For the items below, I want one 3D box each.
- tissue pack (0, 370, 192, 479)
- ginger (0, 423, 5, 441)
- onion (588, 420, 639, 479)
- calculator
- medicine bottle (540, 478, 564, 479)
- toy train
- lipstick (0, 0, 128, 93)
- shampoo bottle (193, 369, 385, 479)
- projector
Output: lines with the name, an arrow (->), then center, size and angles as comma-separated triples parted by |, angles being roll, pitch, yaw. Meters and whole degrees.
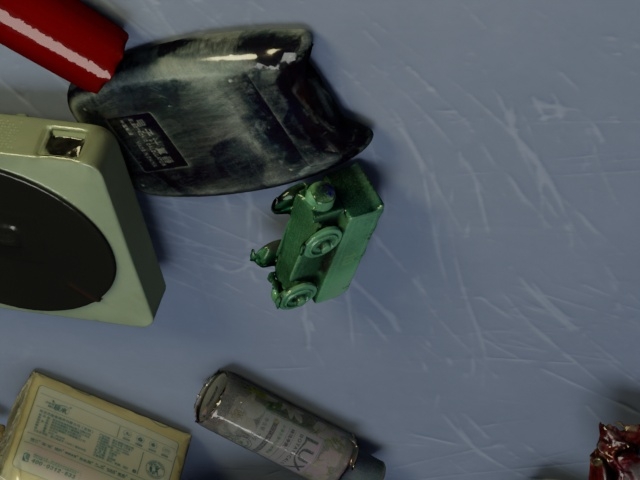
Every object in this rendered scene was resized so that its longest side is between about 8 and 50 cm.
tissue pack -> -0.256, 0.248, 2.013 | 0.196, 0.148, 0.092 | 25, 139, -14
ginger -> -0.451, 0.261, 2.155 | 0.149, 0.065, 0.258 | 22, 141, 1
onion -> 0.374, 0.265, 1.862 | 0.283, 0.120, 0.227 | 43, 98, -12
calculator -> -0.099, -0.106, 1.617 | 0.268, 0.040, 0.177 | -8, 136, 31
medicine bottle -> 0.359, 0.382, 1.977 | 0.324, 0.179, 0.124 | 17, 140, -7
toy train -> 0.000, 0.000, 1.678 | 0.099, 0.070, 0.172 | -17, 152, -26
lipstick -> -0.289, -0.215, 1.505 | 0.279, 0.073, 0.073 | 30, 139, -22
shampoo bottle -> -0.029, 0.211, 1.966 | 0.214, 0.072, 0.072 | 29, 139, -19
projector -> -0.290, -0.028, 1.725 | 0.257, 0.079, 0.259 | 8, 144, 14
